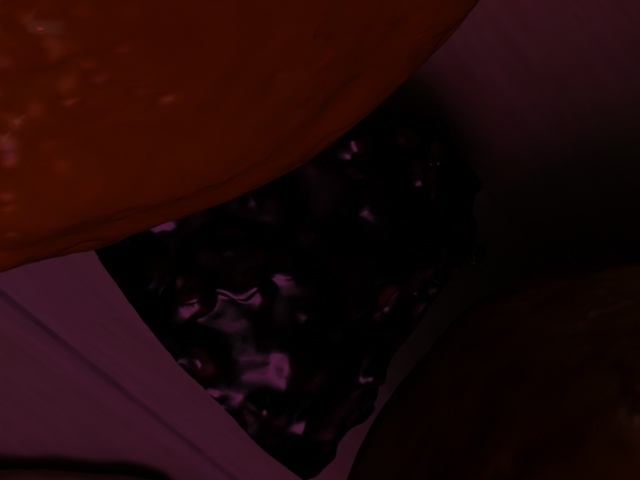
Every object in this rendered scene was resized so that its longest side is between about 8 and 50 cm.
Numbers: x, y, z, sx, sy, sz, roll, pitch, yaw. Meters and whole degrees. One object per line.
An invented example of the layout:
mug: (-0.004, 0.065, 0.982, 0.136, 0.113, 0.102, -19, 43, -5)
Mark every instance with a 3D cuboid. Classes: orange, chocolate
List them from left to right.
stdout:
orange: (-0.091, -0.150, 0.382, 0.341, 0.293, 0.340, 7, 141, 6)
chocolate: (0.000, 0.000, 0.701, 0.133, 0.156, 0.156, -38, 130, 2)

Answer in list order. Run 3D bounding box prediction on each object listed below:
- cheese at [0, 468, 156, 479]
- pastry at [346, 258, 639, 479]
cheese: (-0.208, 0.230, 0.966, 0.384, 0.104, 0.384, 2, 138, 2)
pastry: (0.148, 0.177, 0.679, 0.313, 0.388, 0.388, 28, 133, -19)
